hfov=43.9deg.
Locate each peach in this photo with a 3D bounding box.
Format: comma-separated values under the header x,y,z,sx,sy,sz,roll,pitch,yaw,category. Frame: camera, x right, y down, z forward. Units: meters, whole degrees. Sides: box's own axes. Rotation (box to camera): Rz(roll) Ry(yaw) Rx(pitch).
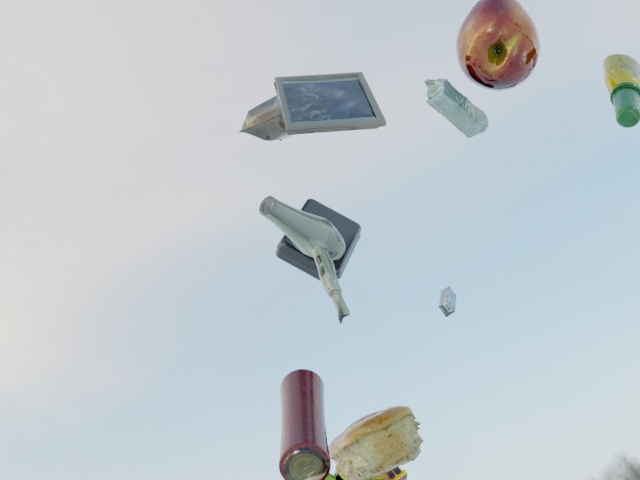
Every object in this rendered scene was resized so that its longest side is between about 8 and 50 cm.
x,y,z,sx,sy,sz,roll,pitch,yaw,category
0.432,-0.485,1.946,0.199,0.244,0.243,-11,-24,16,peach

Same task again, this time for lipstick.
x,y,z,sx,sy,sz,roll,pitch,yaw,category
-0.027,0.293,1.264,0.080,0.241,0.080,-1,-70,-2,lipstick

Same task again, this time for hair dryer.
x,y,z,sx,sy,sz,roll,pitch,yaw,category
-0.030,0.015,1.585,0.092,0.267,0.229,-40,-64,19,hair dryer

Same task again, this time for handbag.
x,y,z,sx,sy,sz,roll,pitch,yaw,category
-0.101,-0.319,2.047,0.182,0.117,0.270,-18,8,13,handbag

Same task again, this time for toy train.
x,y,z,sx,sy,sz,roll,pitch,yaw,category
0.104,0.701,2.274,0.296,0.160,0.101,-23,-34,-32,toy train

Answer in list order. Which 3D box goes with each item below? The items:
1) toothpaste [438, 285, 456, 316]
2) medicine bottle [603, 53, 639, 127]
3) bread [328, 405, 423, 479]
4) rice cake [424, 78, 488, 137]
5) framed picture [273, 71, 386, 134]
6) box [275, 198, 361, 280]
x,y,z,sx,sy,sz,roll,pitch,yaw,category
0.189,0.090,1.179,0.017,0.020,0.083,-35,4,16,toothpaste
0.735,-0.361,1.909,0.111,0.309,0.076,27,-53,-1,medicine bottle
0.109,0.416,1.617,0.174,0.121,0.245,-15,-15,-13,bread
0.343,-0.332,1.991,0.069,0.063,0.206,-17,-39,42,rice cake
0.014,-0.294,1.680,0.208,0.281,0.019,-6,-56,-7,framed picture
0.000,0.000,1.842,0.160,0.230,0.050,29,-55,0,box
